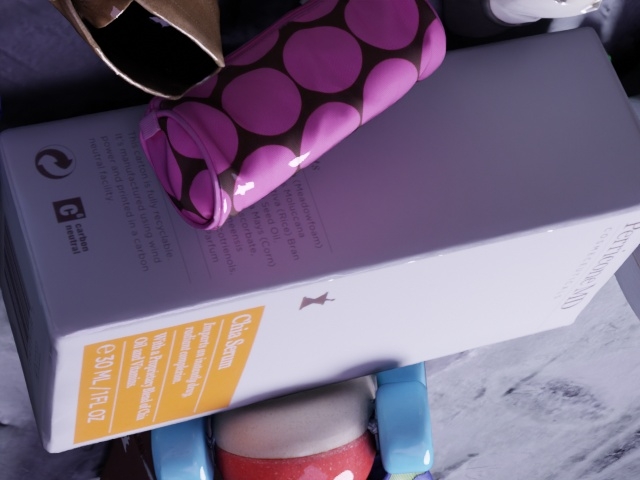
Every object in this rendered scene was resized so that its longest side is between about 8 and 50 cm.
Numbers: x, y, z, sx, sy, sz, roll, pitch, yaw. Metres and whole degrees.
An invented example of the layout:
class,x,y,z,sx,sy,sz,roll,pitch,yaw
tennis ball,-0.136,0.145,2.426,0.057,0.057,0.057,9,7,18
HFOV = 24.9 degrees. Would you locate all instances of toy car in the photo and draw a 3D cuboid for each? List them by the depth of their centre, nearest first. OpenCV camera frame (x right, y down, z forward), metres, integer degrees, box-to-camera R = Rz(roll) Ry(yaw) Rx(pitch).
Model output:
class,x,y,z,sx,sy,sz,roll,pitch,yaw
toy car,-0.010,0.220,1.226,0.219,0.210,0.238,-6,105,4

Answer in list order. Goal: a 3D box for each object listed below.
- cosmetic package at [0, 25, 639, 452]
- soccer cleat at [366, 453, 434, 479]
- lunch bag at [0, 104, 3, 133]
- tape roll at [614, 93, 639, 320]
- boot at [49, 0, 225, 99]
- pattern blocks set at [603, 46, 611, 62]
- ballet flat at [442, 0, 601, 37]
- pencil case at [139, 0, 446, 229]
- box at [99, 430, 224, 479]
class,x,y,z,sx,sy,sz,roll,pitch,yaw
cosmetic package,0.000,0.000,1.084,0.453,0.161,0.230,-13,156,-17
soccer cleat,-0.007,0.314,1.664,0.289,0.093,0.121,-28,118,16
lunch bag,-0.260,-0.072,0.903,0.151,0.096,0.129,-40,159,-33
tape roll,0.301,-0.017,1.171,0.072,0.219,0.219,-16,147,-13
boot,-0.141,-0.183,0.795,0.112,0.115,0.305,-30,146,16
pattern blocks set,0.356,-0.168,1.215,0.325,0.026,0.285,-16,147,-12
ballet flat,0.158,-0.213,0.956,0.095,0.096,0.280,-7,145,-26
pencil case,-0.022,-0.100,0.946,0.209,0.098,0.095,-39,-163,-25
box,-0.088,0.256,1.407,0.203,0.168,0.167,-6,145,-25
